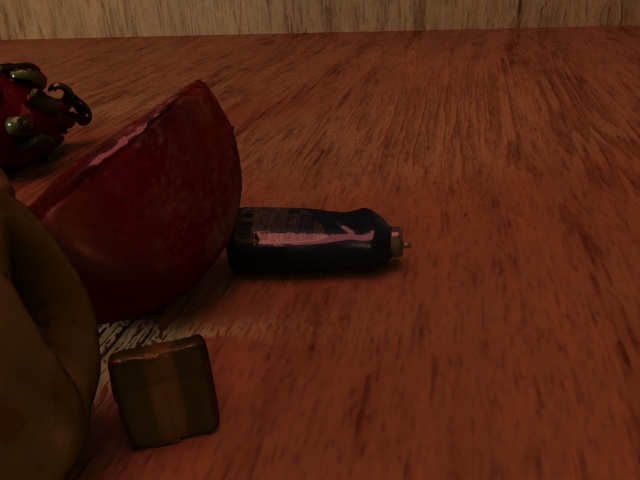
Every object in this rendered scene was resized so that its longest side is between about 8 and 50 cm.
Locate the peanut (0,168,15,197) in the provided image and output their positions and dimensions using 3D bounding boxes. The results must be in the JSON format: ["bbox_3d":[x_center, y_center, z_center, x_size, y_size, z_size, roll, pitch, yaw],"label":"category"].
[{"bbox_3d":[-0.496,-0.005,0.705,0.152,0.152,0.313,11,34,26],"label":"peanut"}]

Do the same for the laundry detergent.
[{"bbox_3d":[0.000,-0.001,0.728,0.206,0.061,0.096,1,25,7],"label":"laundry detergent"}]

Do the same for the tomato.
[{"bbox_3d":[-0.191,-0.011,0.653,0.309,0.170,0.309,-39,18,16],"label":"tomato"}]

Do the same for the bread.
[{"bbox_3d":[-0.132,0.090,0.529,0.074,0.084,0.139,-10,26,-12],"label":"bread"}]

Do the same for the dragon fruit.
[{"bbox_3d":[-0.543,-0.217,1.103,0.198,0.218,0.273,33,19,-11],"label":"dragon fruit"}]

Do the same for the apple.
[{"bbox_3d":[-0.268,0.077,0.390,0.263,0.262,0.262,-3,26,1],"label":"apple"}]
